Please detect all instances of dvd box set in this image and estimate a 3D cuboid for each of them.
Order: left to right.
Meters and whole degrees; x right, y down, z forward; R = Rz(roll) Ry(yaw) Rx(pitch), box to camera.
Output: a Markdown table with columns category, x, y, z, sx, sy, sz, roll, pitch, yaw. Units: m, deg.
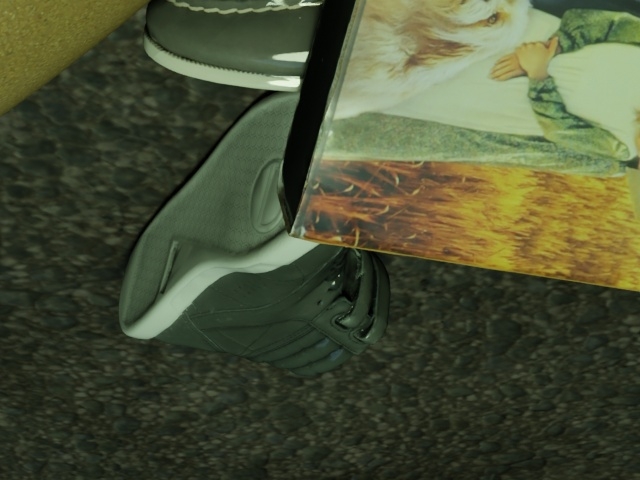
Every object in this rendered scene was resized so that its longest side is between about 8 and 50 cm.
| category | x | y | z | sx | sy | sz | roll | pitch | yaw |
| --- | --- | --- | --- | --- | --- | --- | --- | --- | --- |
| dvd box set | 0.218 | -0.109 | 0.669 | 0.420 | 0.062 | 0.307 | 9 | 119 | -14 |

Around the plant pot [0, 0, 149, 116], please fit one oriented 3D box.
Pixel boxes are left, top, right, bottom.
| category | x | y | z | sx | sy | sz | roll | pitch | yaw |
| --- | --- | --- | --- | --- | --- | --- | --- | --- | --- |
| plant pot | -0.128 | -0.163 | 0.582 | 0.254 | 0.237 | 0.237 | -23 | 144 | 10 |

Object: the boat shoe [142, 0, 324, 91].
| category | x | y | z | sx | sy | sz | roll | pitch | yaw |
| --- | --- | --- | --- | --- | --- | --- | --- | --- | --- |
| boat shoe | 0.084 | -0.130 | 0.737 | 0.335 | 0.112 | 0.095 | 0 | 120 | -6 |

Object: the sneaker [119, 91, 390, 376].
| category | x | y | z | sx | sy | sz | roll | pitch | yaw |
| --- | --- | --- | --- | --- | --- | --- | --- | --- | --- |
| sneaker | 0.000 | 0.000 | 0.944 | 0.147 | 0.104 | 0.296 | 15 | 152 | -26 |
